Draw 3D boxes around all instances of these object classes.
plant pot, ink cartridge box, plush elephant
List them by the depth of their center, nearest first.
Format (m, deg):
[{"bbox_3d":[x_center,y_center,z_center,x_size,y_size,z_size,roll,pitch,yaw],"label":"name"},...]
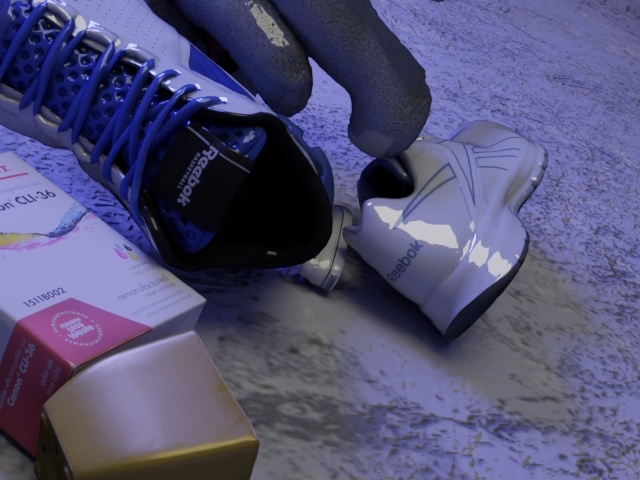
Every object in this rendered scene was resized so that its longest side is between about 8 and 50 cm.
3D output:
[{"bbox_3d":[-0.089,0.103,0.541,0.083,0.081,0.081,-8,42,-31],"label":"plant pot"},{"bbox_3d":[-0.178,0.017,0.622,0.198,0.067,0.115,35,28,17],"label":"ink cartridge box"},{"bbox_3d":[-0.078,-0.196,0.905,0.330,0.255,0.272,35,47,-27],"label":"plush elephant"}]

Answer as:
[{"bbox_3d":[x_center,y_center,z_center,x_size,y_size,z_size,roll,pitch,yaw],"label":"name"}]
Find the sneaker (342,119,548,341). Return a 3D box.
[{"bbox_3d":[0.101,-0.043,0.903,0.129,0.111,0.297,35,26,-4],"label":"sneaker"}]

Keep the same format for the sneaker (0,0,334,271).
[{"bbox_3d":[-0.106,-0.079,0.690,0.315,0.127,0.182,32,3,-16],"label":"sneaker"}]

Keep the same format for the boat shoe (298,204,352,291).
[{"bbox_3d":[0.000,0.000,0.843,0.035,0.035,0.100,25,34,-9],"label":"boat shoe"}]
